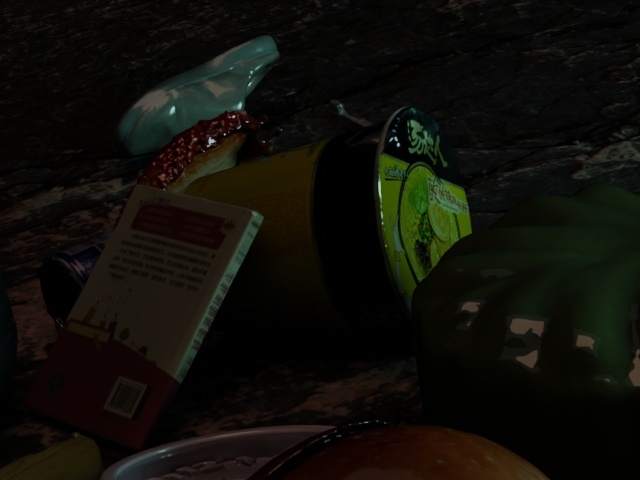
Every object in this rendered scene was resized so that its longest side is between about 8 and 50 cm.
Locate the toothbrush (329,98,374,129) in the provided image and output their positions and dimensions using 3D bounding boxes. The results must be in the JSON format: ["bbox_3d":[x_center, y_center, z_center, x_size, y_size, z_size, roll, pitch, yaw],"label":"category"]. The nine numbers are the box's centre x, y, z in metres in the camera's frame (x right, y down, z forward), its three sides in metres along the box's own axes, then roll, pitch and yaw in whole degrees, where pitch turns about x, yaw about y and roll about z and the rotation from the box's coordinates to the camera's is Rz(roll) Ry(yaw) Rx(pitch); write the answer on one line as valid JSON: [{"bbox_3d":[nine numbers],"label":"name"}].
[{"bbox_3d":[0.055,-0.138,2.156,0.014,0.017,0.194,-23,28,-17],"label":"toothbrush"}]

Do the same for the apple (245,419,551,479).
[{"bbox_3d":[0.037,0.237,0.975,0.272,0.251,0.206,-43,51,-16],"label":"apple"}]

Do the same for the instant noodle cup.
[{"bbox_3d":[0.000,0.000,1.641,0.236,0.215,0.215,-9,21,26],"label":"instant noodle cup"}]

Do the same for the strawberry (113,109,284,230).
[{"bbox_3d":[-0.150,-0.067,1.865,0.087,0.167,0.208,45,44,19],"label":"strawberry"}]

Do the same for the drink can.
[{"bbox_3d":[-0.156,0.019,1.766,0.235,0.097,0.097,-24,27,-33],"label":"drink can"}]

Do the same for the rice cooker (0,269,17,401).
[{"bbox_3d":[-0.400,0.070,1.572,0.267,0.224,0.267,-7,24,3],"label":"rice cooker"}]

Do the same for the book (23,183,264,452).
[{"bbox_3d":[-0.157,0.063,1.576,0.162,0.022,0.232,14,71,42],"label":"book"}]

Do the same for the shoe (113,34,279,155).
[{"bbox_3d":[-0.137,-0.162,2.208,0.251,0.103,0.100,-35,75,-24],"label":"shoe"}]

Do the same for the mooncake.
[{"bbox_3d":[0.242,0.076,1.363,0.351,0.187,0.351,-10,24,4],"label":"mooncake"}]

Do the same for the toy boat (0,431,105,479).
[{"bbox_3d":[-0.283,0.234,1.308,0.121,0.089,0.321,13,33,40],"label":"toy boat"}]

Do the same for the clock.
[{"bbox_3d":[-0.058,0.188,1.291,0.197,0.068,0.197,-8,5,1],"label":"clock"}]
